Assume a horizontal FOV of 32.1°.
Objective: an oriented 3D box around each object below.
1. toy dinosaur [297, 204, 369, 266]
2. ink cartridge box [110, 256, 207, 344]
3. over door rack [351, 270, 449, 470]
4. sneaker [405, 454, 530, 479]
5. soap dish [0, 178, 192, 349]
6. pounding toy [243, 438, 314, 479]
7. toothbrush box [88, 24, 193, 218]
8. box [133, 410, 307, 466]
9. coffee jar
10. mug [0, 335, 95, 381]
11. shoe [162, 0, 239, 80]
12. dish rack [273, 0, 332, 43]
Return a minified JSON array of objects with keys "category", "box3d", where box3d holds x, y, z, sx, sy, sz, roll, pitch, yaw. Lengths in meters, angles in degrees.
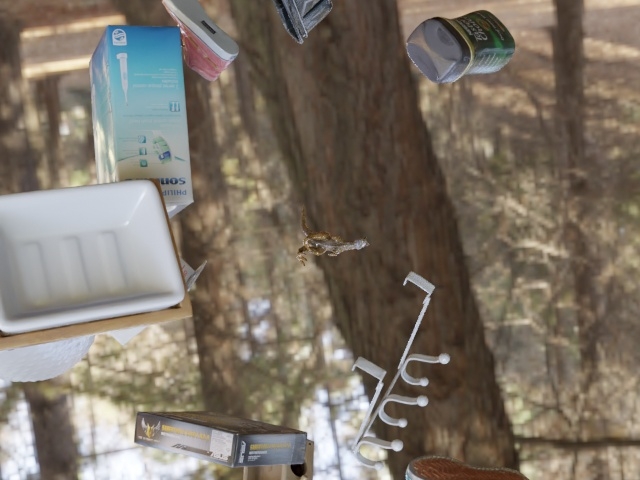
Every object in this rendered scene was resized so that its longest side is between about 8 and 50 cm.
[{"category":"toy dinosaur","box3d":[0.000,0.000,2.141,0.112,0.064,0.211,-23,-148,-39]},{"category":"ink cartridge box","box3d":[-0.304,0.093,2.026,0.198,0.067,0.115,-37,-164,30]},{"category":"over door rack","box3d":[0.152,0.257,2.074,0.108,0.324,0.239,20,-129,18]},{"category":"sneaker","box3d":[0.299,0.533,2.319,0.302,0.121,0.108,15,-155,-23]},{"category":"soap dish","box3d":[-0.353,0.037,1.614,0.291,0.229,0.118,-8,158,-24]},{"category":"pounding toy","box3d":[-0.066,0.507,2.280,0.181,0.206,0.094,-23,142,37]},{"category":"toothbrush box","box3d":[-0.305,-0.187,1.864,0.126,0.295,0.216,-2,172,-20]},{"category":"box","box3d":[-0.166,0.328,1.858,0.231,0.056,0.183,5,177,38]},{"category":"coffee jar","box3d":[0.208,-0.288,1.649,0.184,0.096,0.079,-22,159,-51]},{"category":"mug","box3d":[-0.500,0.084,1.987,0.374,0.276,0.328,-41,159,-7]},{"category":"shoe","box3d":[-0.228,-0.363,1.953,0.081,0.178,0.063,-44,180,39]},{"category":"dish rack","box3d":[-0.091,-0.394,1.379,0.074,0.271,0.208,-36,154,-4]}]
